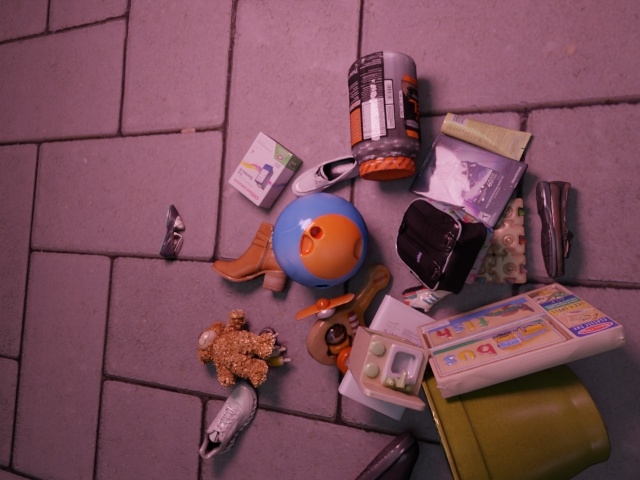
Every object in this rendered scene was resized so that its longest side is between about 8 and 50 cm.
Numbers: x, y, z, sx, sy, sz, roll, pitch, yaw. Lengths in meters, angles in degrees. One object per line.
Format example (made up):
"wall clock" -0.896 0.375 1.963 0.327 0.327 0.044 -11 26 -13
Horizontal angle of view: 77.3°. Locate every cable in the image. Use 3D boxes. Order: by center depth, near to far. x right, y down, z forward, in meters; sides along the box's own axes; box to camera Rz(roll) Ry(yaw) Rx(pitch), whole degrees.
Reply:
"cable" -0.235 0.397 1.376 0.288 0.072 0.139 -28 80 16

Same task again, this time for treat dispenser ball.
"treat dispenser ball" 0.000 0.000 1.200 0.289 0.288 0.287 -1 87 20

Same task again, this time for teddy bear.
"teddy bear" -0.294 0.363 1.337 0.338 0.113 0.244 28 98 34

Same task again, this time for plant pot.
"plant pot" 0.473 0.463 1.000 0.354 0.366 0.365 -18 81 6

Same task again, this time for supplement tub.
"supplement tub" 0.190 -0.359 1.194 0.207 0.207 0.337 -4 87 20

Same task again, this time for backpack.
"backpack" 0.330 0.002 1.115 0.253 0.191 0.224 46 126 53

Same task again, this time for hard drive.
"hard drive" 0.211 0.341 1.167 0.203 0.040 0.307 28 87 -9

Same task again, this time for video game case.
"video game case" 0.424 -0.180 1.174 0.274 0.026 0.195 30 97 28

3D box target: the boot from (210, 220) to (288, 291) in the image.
"boot" -0.228 0.040 1.372 0.284 0.109 0.219 12 93 18

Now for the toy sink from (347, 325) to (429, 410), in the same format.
"toy sink" 0.174 0.310 1.019 0.153 0.234 0.131 16 87 -4

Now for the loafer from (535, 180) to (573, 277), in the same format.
"loafer" 0.644 -0.034 1.077 0.084 0.096 0.267 -5 83 14

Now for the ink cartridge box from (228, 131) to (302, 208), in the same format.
"ink cartridge box" -0.192 -0.239 1.386 0.154 0.093 0.212 39 102 17

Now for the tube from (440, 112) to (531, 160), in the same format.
"tube" 0.476 -0.307 1.173 0.240 0.062 0.070 23 136 15

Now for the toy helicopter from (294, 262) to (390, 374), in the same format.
"toy helicopter" 0.083 0.211 1.215 0.235 0.140 0.355 40 80 -25

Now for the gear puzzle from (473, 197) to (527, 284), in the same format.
"gear puzzle" 0.495 -0.043 1.158 0.176 0.044 0.338 -2 83 28

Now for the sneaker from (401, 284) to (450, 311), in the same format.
"sneaker" 0.331 0.172 1.202 0.162 0.057 0.075 -14 99 17

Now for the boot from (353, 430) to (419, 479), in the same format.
"boot" 0.296 0.817 1.120 0.445 0.146 0.366 43 111 21

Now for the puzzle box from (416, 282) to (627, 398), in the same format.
"puzzle box" 0.462 0.236 0.998 0.410 0.272 0.052 -20 103 7

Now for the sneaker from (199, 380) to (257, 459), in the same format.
"sneaker" -0.316 0.623 1.371 0.110 0.118 0.291 29 95 21

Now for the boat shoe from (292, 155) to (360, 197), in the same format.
"boat shoe" 0.011 -0.218 1.315 0.258 0.084 0.095 -25 79 17

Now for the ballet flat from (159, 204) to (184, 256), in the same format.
"ballet flat" -0.558 -0.033 1.525 0.074 0.074 0.202 7 83 20
